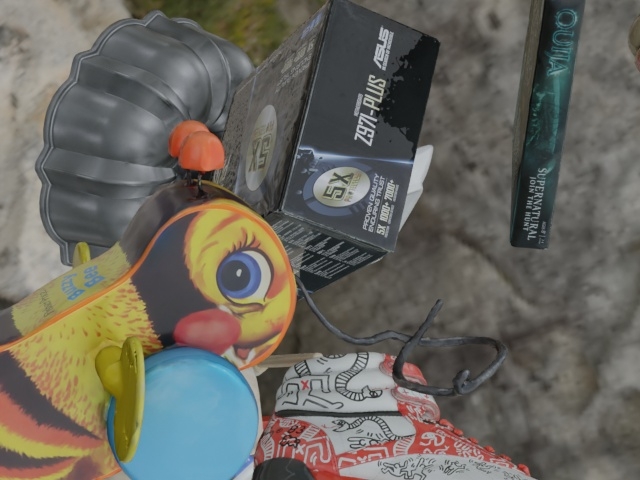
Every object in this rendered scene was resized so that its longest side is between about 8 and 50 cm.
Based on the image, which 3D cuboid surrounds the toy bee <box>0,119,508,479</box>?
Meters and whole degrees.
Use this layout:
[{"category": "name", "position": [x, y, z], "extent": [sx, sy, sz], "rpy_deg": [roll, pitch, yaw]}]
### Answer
[{"category": "toy bee", "position": [-0.080, 0.030, 0.693], "extent": [0.298, 0.195, 0.162], "rpy_deg": [-26, 112, -32]}]

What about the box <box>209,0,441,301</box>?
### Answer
[{"category": "box", "position": [-0.010, -0.050, 0.923], "extent": [0.077, 0.180, 0.147], "rpy_deg": [20, 69, -18]}]

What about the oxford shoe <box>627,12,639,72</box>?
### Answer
[{"category": "oxford shoe", "position": [0.381, -0.259, 1.399], "extent": [0.130, 0.123, 0.348], "rpy_deg": [47, 47, 12]}]

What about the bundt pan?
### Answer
[{"category": "bundt pan", "position": [-0.158, -0.089, 1.624], "extent": [0.331, 0.124, 0.331], "rpy_deg": [-26, 124, -47]}]

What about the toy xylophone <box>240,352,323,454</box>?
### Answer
[{"category": "toy xylophone", "position": [-0.130, 0.142, 1.296], "extent": [0.236, 0.323, 0.081], "rpy_deg": [0, 88, -16]}]

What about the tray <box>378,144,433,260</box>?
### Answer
[{"category": "tray", "position": [0.000, 0.000, 1.266], "extent": [0.030, 0.145, 0.270], "rpy_deg": [45, 38, 21]}]

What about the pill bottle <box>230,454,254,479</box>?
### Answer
[{"category": "pill bottle", "position": [-0.117, 0.281, 1.897], "extent": [0.137, 0.078, 0.078], "rpy_deg": [47, 50, 4]}]

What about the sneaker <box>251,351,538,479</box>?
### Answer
[{"category": "sneaker", "position": [0.089, 0.156, 1.047], "extent": [0.270, 0.090, 0.145], "rpy_deg": [7, 47, 7]}]

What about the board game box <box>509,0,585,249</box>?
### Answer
[{"category": "board game box", "position": [0.141, -0.105, 0.892], "extent": [0.026, 0.186, 0.126], "rpy_deg": [5, 42, 4]}]
